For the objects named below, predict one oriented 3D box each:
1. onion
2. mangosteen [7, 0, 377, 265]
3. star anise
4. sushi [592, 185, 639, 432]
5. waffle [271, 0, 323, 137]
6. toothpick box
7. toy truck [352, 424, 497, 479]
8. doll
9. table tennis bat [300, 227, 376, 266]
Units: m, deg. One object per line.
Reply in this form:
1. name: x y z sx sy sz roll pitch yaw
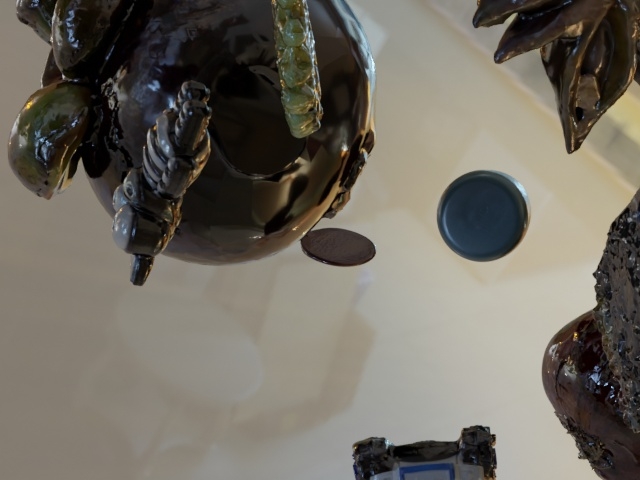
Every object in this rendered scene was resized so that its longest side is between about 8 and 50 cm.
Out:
1. onion: 0.423 0.212 2.026 0.281 0.221 0.281 2 -99 -14
2. mangosteen: -0.136 -0.161 1.758 0.421 0.381 0.381 15 -144 -29
3. star anise: 0.230 -0.223 1.252 0.349 0.292 0.109 22 -160 -27
4. sushi: 0.360 0.068 1.447 0.215 0.212 0.227 -21 -109 -24
5. waffle: -0.024 -0.185 1.348 0.036 0.169 0.183 -7 -107 1
6. toothpick box: 0.226 -0.039 2.071 0.120 0.120 0.184 37 -168 6
7. toy truck: 0.124 0.309 1.716 0.161 0.213 0.177 -6 -109 4
8. doll: -0.152 -0.052 1.443 0.067 0.219 0.091 10 -141 -20
9. table tennis bat: 0.000 0.000 2.025 0.154 0.019 0.098 19 -149 22
